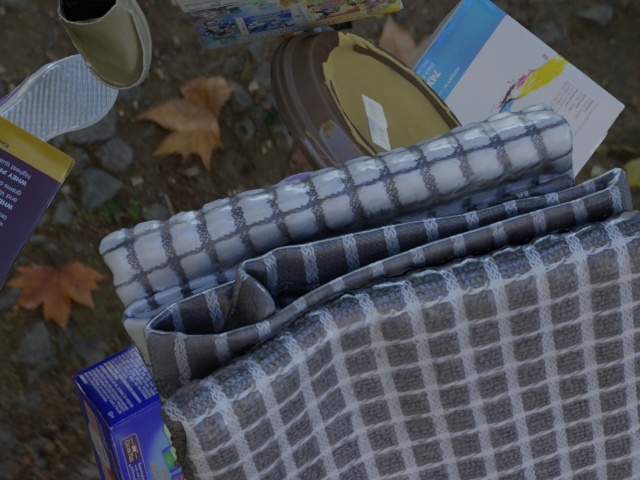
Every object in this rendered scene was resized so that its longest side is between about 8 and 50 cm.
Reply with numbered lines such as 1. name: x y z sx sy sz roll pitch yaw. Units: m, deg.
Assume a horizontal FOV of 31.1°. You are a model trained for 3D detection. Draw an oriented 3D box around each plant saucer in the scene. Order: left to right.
1. plant saucer: 0.069 -0.104 1.124 0.041 0.278 0.278 -42 65 31

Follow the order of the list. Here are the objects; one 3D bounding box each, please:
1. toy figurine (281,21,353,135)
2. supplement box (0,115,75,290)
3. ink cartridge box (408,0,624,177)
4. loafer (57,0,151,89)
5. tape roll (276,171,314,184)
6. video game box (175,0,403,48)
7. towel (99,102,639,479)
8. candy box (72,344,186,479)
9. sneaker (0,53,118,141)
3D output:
1. toy figurine: -0.003 -0.298 2.059 0.148 0.213 0.209 -13 74 -3
2. supplement box: -0.289 0.001 0.690 0.191 0.129 0.194 31 60 -15
3. ink cartridge box: 0.246 -0.180 1.639 0.270 0.198 0.197 36 83 -3
4. loafer: -0.284 -0.289 1.442 0.102 0.268 0.092 -1 46 11
5. tape roll: 0.000 0.000 1.628 0.189 0.080 0.189 7 56 -10
6. video game box: -0.032 -0.247 1.075 0.205 0.187 0.048 -10 77 6
7. towel: 0.046 0.090 0.574 0.235 0.284 0.121 -16 45 -2
8. candy box: -0.140 0.224 1.518 0.317 0.268 0.122 -26 46 -23
9. sneaker: -0.424 -0.176 1.616 0.161 0.102 0.282 -3 27 46
